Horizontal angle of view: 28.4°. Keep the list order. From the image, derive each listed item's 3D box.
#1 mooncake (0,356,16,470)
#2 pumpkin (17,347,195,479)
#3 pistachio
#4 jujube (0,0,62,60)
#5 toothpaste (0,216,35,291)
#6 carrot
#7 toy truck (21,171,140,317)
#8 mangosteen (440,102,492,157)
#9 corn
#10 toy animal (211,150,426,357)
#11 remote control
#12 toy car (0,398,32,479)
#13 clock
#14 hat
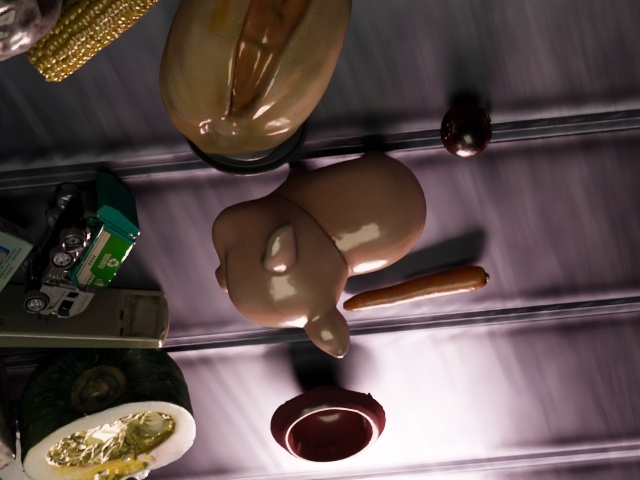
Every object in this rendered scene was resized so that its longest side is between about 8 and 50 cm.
[{"bbox_3d":[-0.625,0.290,2.074,0.254,0.250,0.136,-28,144,14],"label":"mooncake"},{"bbox_3d":[-0.361,0.272,2.113,0.293,0.197,0.263,-18,143,3],"label":"pumpkin"},{"bbox_3d":[-0.089,-0.255,1.651,0.230,0.230,0.309,19,97,-18],"label":"pistachio"},{"bbox_3d":[-0.486,-0.314,1.606,0.317,0.226,0.226,-14,129,16],"label":"jujube"},{"bbox_3d":[-0.578,0.110,1.962,0.081,0.067,0.336,30,102,-39],"label":"toothpaste"},{"bbox_3d":[0.155,0.082,2.069,0.248,0.043,0.043,-13,129,10],"label":"carrot"},{"bbox_3d":[-0.372,0.010,1.946,0.124,0.114,0.253,14,129,-28],"label":"toy truck"},{"bbox_3d":[0.215,-0.159,1.843,0.081,0.081,0.081,-1,130,-1],"label":"mangosteen"},{"bbox_3d":[-0.273,-0.328,1.670,0.310,0.101,0.101,-34,123,27],"label":"corn"},{"bbox_3d":[0.000,0.000,1.846,0.326,0.269,0.237,-19,123,9],"label":"toy animal"},{"bbox_3d":[-0.387,0.125,2.032,0.285,0.123,0.038,1,131,-6],"label":"remote control"},{"bbox_3d":[-0.558,0.405,2.226,0.255,0.188,0.190,42,145,-27],"label":"toy car"},{"bbox_3d":[-0.109,-0.178,1.839,0.184,0.040,0.184,-2,130,-2],"label":"clock"},{"bbox_3d":[0.011,0.312,2.226,0.205,0.089,0.205,-4,133,-4],"label":"hat"}]
